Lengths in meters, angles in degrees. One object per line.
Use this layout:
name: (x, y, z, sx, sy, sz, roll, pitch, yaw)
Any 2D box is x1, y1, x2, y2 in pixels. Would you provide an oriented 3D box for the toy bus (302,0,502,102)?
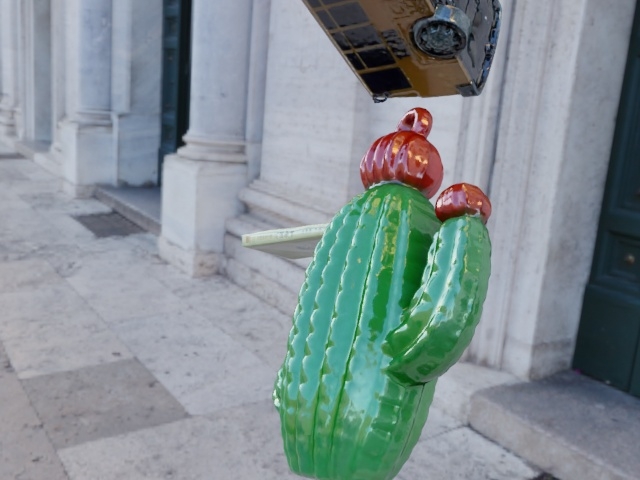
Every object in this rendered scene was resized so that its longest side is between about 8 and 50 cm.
toy bus: (0.042, -0.187, 0.465, 0.114, 0.098, 0.201, 0, -29, 36)

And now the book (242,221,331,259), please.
book: (0.000, -0.001, 0.579, 0.111, 0.014, 0.077, -7, -14, 29)

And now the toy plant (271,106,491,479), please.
toy plant: (0.041, 0.031, 0.414, 0.088, 0.240, 0.154, 25, 2, -24)
